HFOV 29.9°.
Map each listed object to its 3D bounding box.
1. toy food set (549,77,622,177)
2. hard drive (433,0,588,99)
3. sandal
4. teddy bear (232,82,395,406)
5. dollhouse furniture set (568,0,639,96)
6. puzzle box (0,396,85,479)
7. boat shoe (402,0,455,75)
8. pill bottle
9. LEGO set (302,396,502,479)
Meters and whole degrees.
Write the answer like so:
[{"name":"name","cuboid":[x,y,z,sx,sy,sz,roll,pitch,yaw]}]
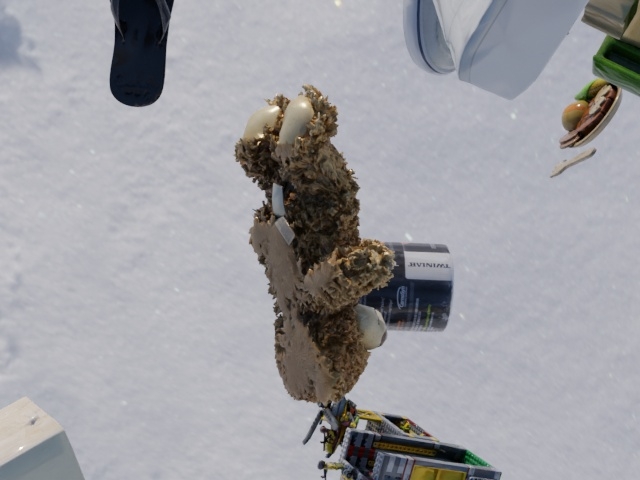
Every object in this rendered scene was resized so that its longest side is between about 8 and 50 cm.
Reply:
[{"name":"toy food set","cuboid":[0.406,-0.194,1.823,0.038,0.132,0.192,35,66,-10]},{"name":"hard drive","cuboid":[0.105,-0.228,0.579,0.203,0.040,0.308,-59,21,31]},{"name":"sandal","cuboid":[-0.229,-0.291,1.529,0.097,0.255,0.054,-3,24,-5]},{"name":"teddy bear","cuboid":[0.000,0.000,1.274,0.113,0.245,0.338,-12,79,-32]},{"name":"dollhouse furniture set","cuboid":[0.299,-0.318,1.380,0.301,0.197,0.151,30,80,17]},{"name":"puzzle box","cuboid":[-0.266,0.288,0.571,0.409,0.272,0.052,-29,31,-28]},{"name":"boat shoe","cuboid":[0.231,-0.385,1.562,0.156,0.135,0.367,29,101,51]},{"name":"pill bottle","cuboid":[0.062,0.064,1.732,0.245,0.130,0.131,2,69,-5]},{"name":"LEGO set","cuboid":[0.053,0.319,1.450,0.331,0.192,0.255,42,116,62]}]
